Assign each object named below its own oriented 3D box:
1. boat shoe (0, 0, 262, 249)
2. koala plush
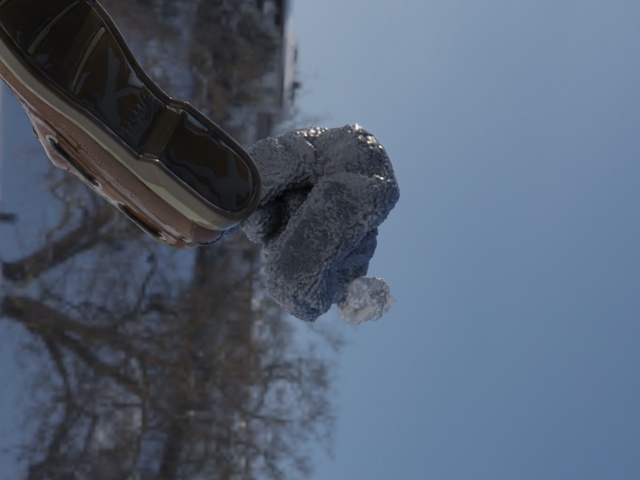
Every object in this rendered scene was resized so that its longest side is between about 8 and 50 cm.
[{"bbox_3d":[-0.191,-0.103,0.951,0.104,0.307,0.110,-30,-161,43],"label":"boat shoe"},{"bbox_3d":[0.000,0.000,1.290,0.196,0.203,0.221,41,-15,28],"label":"koala plush"}]
